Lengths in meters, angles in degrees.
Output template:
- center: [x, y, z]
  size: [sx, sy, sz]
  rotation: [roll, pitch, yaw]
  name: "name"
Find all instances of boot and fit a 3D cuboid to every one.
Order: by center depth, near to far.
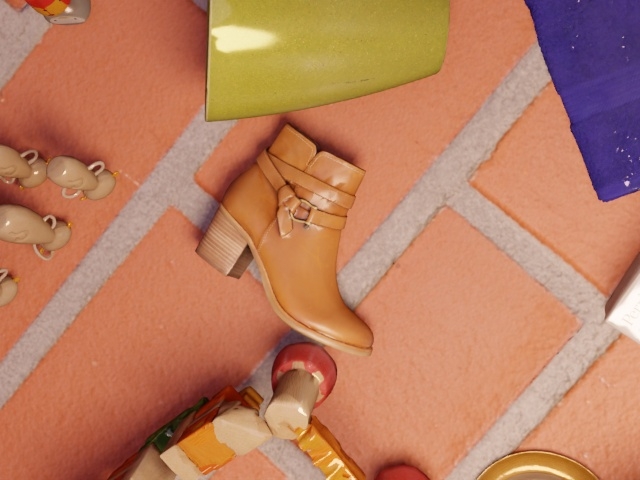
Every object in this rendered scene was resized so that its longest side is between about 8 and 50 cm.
- center: [0.000, 0.000, 1.801]
  size: [0.283, 0.109, 0.220]
  rotation: [37, 95, 13]
  name: "boot"

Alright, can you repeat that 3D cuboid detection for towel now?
- center: [0.397, -0.222, 1.692]
  size: [0.228, 0.076, 0.308]
  rotation: [-20, 93, 35]
  name: "towel"

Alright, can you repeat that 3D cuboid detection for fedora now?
- center: [0.284, 0.368, 1.776]
  size: [0.194, 0.079, 0.194]
  rotation: [1, 94, 11]
  name: "fedora"

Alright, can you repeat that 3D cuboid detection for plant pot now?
- center: [0.005, -0.279, 1.712]
  size: [0.293, 0.275, 0.274]
  rotation: [2, 94, -6]
  name: "plant pot"

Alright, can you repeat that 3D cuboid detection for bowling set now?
- center: [-0.426, -0.064, 1.861]
  size: [0.287, 0.154, 0.200]
  rotation: [-39, 68, 12]
  name: "bowling set"

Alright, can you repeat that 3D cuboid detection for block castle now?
- center: [-0.109, 0.363, 1.785]
  size: [0.453, 0.213, 0.303]
  rotation: [-36, 99, 17]
  name: "block castle"

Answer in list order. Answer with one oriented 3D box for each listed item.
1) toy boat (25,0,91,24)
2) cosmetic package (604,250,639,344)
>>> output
- center: [-0.449, -0.397, 1.837]
  size: [0.318, 0.148, 0.267]
  rotation: [40, 94, 13]
  name: "toy boat"
- center: [0.563, 0.108, 1.670]
  size: [0.385, 0.156, 0.217]
  rotation: [31, 100, 6]
  name: "cosmetic package"
